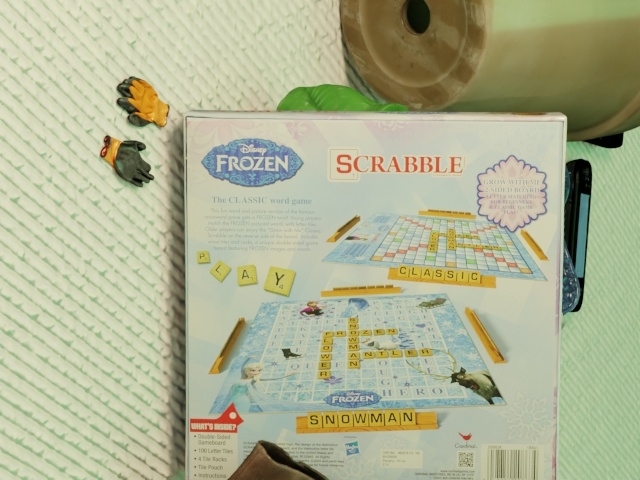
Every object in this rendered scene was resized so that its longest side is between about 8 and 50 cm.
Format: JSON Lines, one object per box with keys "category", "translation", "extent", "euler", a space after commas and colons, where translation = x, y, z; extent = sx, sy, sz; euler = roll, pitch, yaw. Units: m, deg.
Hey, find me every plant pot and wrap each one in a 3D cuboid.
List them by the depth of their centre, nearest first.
{"category": "plant pot", "translation": [0.180, -0.242, 1.823], "extent": [0.280, 0.323, 0.323], "euler": [-15, 108, -44]}

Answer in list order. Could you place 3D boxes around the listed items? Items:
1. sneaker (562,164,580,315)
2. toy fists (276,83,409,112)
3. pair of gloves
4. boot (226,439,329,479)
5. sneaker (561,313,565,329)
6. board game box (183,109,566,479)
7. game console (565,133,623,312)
{"category": "sneaker", "translation": [0.259, -0.014, 2.219], "extent": [0.090, 0.081, 0.232], "euler": [135, -49, -72]}
{"category": "toy fists", "translation": [0.000, 0.000, 1.638], "extent": [0.096, 0.142, 0.279], "euler": [-8, 101, -52]}
{"category": "pair of gloves", "translation": [-0.148, -0.088, 1.476], "extent": [0.074, 0.010, 0.083], "euler": [37, 62, -59]}
{"category": "boot", "translation": [-0.053, 0.286, 1.528], "extent": [0.207, 0.090, 0.248], "euler": [-44, 139, 2]}
{"category": "sneaker", "translation": [0.230, 0.074, 2.136], "extent": [0.217, 0.079, 0.121], "euler": [106, -31, -70]}
{"category": "board game box", "translation": [0.045, 0.049, 1.543], "extent": [0.066, 0.319, 0.318], "euler": [-68, 160, -82]}
{"category": "game console", "translation": [0.347, -0.086, 2.405], "extent": [0.213, 0.044, 0.361], "euler": [5, 90, -63]}
